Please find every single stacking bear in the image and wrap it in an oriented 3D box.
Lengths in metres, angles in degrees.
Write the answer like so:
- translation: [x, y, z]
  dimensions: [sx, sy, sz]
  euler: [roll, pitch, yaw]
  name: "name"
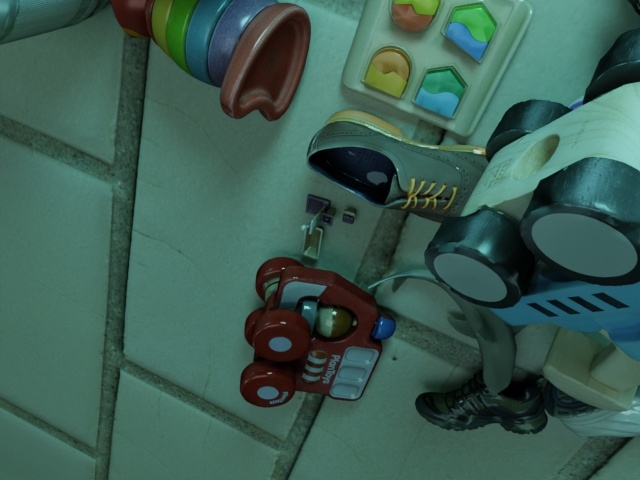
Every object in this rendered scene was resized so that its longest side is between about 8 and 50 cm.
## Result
- translation: [-0.173, -0.307, 0.793]
  dimensions: [0.289, 0.175, 0.164]
  euler: [31, 109, 14]
  name: "stacking bear"

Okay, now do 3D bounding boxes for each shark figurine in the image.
- translation: [0.227, 0.116, 0.894]
  dimensions: [0.278, 0.116, 0.166]
  euler: [43, 117, 4]
  name: "shark figurine"

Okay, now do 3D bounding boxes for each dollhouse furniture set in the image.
- translation: [0.000, 0.000, 0.945]
  dimensions: [0.091, 0.081, 0.114]
  euler: [18, 125, 13]
  name: "dollhouse furniture set"

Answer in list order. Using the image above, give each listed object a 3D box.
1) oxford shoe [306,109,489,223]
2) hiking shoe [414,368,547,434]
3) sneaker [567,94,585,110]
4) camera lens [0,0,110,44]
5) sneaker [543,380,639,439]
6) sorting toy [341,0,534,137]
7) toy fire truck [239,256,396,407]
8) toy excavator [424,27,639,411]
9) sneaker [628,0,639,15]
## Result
- translation: [0.150, -0.071, 0.804]
  dimensions: [0.363, 0.133, 0.130]
  euler: [19, 125, 11]
  name: "oxford shoe"
- translation: [0.279, 0.270, 1.002]
  dimensions: [0.226, 0.086, 0.114]
  euler: [-3, 105, 19]
  name: "hiking shoe"
- translation: [0.378, -0.095, 0.662]
  dimensions: [0.236, 0.104, 0.095]
  euler: [38, 119, 26]
  name: "sneaker"
- translation: [-0.435, -0.393, 0.773]
  dimensions: [0.219, 0.274, 0.219]
  euler: [11, 123, 17]
  name: "camera lens"
- translation: [0.510, 0.242, 0.876]
  dimensions: [0.297, 0.111, 0.129]
  euler: [-19, 127, 34]
  name: "sneaker"
- translation: [0.144, -0.256, 0.754]
  dimensions: [0.208, 0.038, 0.193]
  euler: [26, 126, 7]
  name: "sorting toy"
- translation: [-0.005, 0.174, 1.026]
  dimensions: [0.253, 0.169, 0.302]
  euler: [9, 127, -11]
  name: "toy fire truck"
- translation: [0.334, 0.061, 0.650]
  dimensions: [0.445, 0.222, 0.433]
  euler: [39, 156, -10]
  name: "toy excavator"
- translation: [0.405, -0.242, 0.586]
  dimensions: [0.146, 0.134, 0.344]
  euler: [-5, 99, 49]
  name: "sneaker"
